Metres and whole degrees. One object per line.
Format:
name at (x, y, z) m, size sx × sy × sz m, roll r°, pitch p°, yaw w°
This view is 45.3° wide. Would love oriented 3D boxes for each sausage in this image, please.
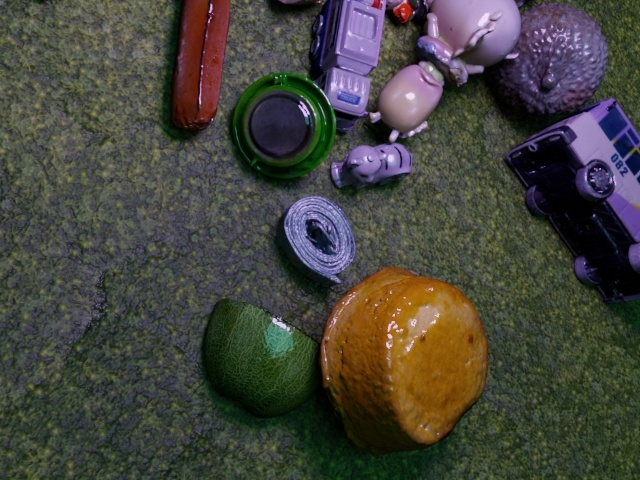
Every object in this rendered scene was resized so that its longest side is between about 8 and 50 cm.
sausage at (-0.234, -0.368, 1.497) m, size 0.102 × 0.102 × 0.330 m, roll 10°, pitch 77°, yaw -20°

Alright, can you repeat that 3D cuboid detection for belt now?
belt at (-0.006, -0.007, 1.528) m, size 0.163 × 0.082 × 0.147 m, roll 32°, pitch 74°, yaw -13°

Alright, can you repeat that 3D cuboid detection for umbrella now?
umbrella at (0.149, -0.209, 1.663) m, size 0.149 × 0.022 × 0.022 m, roll 38°, pitch 95°, yaw -12°

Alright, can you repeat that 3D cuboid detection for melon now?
melon at (-0.099, 0.235, 1.419) m, size 0.265 × 0.129 × 0.169 m, roll 34°, pitch 71°, yaw -15°

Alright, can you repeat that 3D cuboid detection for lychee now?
lychee at (0.516, -0.407, 1.732) m, size 0.255 × 0.255 × 0.274 m, roll 42°, pitch 28°, yaw -10°

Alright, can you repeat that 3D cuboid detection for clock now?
clock at (0.120, -0.161, 1.588) m, size 0.176 × 0.117 × 0.079 m, roll -12°, pitch 85°, yaw -24°

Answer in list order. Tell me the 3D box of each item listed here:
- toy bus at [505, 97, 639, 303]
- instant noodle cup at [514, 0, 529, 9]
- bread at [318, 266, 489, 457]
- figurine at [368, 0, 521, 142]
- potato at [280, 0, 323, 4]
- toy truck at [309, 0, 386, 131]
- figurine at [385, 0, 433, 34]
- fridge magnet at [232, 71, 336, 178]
toy bus at (0.655, -0.099, 1.745) m, size 0.249 × 0.209 × 0.440 m, roll -40°, pitch 97°, yaw -25°
instant noodle cup at (0.413, -0.671, 1.766) m, size 0.244 × 0.244 × 0.255 m, roll -35°, pitch 85°, yaw -24°
bread at (0.171, 0.228, 1.456) m, size 0.358 × 0.204 × 0.336 m, roll -36°, pitch 115°, yaw -42°
figurine at (0.253, -0.370, 1.574) m, size 0.227 × 0.274 × 0.394 m, roll 43°, pitch 86°, yaw -8°
potato at (-0.021, -0.576, 1.609) m, size 0.117 × 0.182 × 0.202 m, roll 8°, pitch 40°, yaw -50°
toy truck at (0.053, -0.373, 1.581) m, size 0.124 × 0.155 × 0.267 m, roll 13°, pitch 76°, yaw -20°
figurine at (0.169, -0.541, 1.690) m, size 0.234 × 0.127 × 0.185 m, roll -17°, pitch 103°, yaw -34°
fridge magnet at (-0.073, -0.224, 1.505) m, size 0.208 × 0.088 × 0.207 m, roll 1°, pitch 100°, yaw 7°
